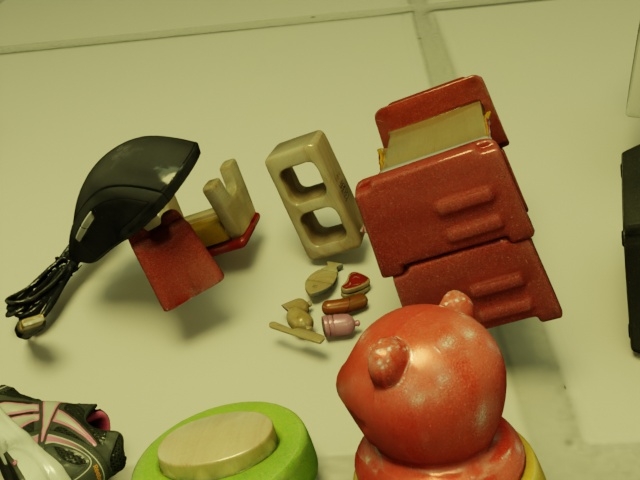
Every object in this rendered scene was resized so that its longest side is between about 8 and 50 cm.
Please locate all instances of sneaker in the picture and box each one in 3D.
[{"bbox_3d":[-0.199,0.150,0.493,0.077,0.072,0.178,-23,25,-35],"label":"sneaker"}]

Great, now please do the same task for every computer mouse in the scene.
[{"bbox_3d":[-0.216,-0.005,0.593,0.262,0.060,0.184,-23,32,51],"label":"computer mouse"}]

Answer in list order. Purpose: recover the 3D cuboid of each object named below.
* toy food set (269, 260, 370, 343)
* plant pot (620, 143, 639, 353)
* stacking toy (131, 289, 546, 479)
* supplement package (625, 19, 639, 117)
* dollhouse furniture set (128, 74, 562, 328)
[{"bbox_3d":[0.009,0.062,0.622,0.077,0.019,0.122,14,33,29],"label":"toy food set"},{"bbox_3d":[0.331,0.002,0.523,0.166,0.187,0.188,-2,37,26],"label":"plant pot"},{"bbox_3d":[-0.048,0.135,0.362,0.279,0.130,0.309,0,21,34],"label":"stacking toy"},{"bbox_3d":[0.411,-0.185,0.658,0.179,0.105,0.105,9,40,23],"label":"supplement package"},{"bbox_3d":[0.000,0.000,0.604,0.374,0.152,0.201,-17,24,20],"label":"dollhouse furniture set"}]
